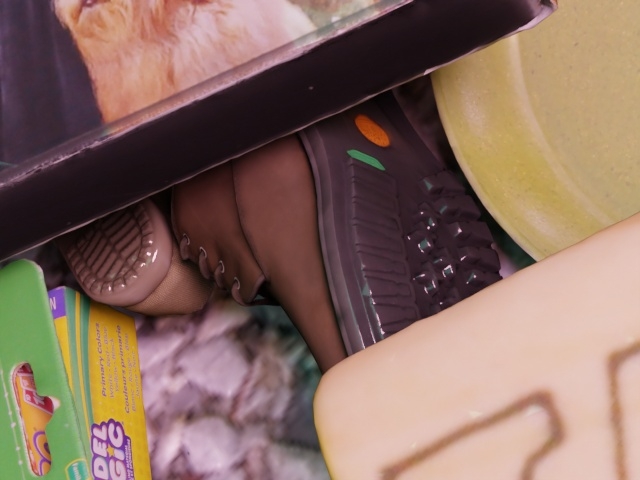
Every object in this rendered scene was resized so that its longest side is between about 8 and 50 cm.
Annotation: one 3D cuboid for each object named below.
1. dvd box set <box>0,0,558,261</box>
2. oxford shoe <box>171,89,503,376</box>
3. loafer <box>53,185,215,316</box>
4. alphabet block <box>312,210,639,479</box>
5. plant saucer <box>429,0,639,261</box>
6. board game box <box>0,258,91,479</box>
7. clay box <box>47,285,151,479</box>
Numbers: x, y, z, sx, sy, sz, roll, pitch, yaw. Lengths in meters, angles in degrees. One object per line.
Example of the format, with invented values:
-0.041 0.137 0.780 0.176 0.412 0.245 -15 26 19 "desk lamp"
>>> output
-0.128 -0.207 0.605 0.308 0.062 0.420 -22 71 15 "dvd box set"
0.000 0.000 0.597 0.096 0.083 0.227 -41 53 31 "oxford shoe"
-0.084 -0.015 0.680 0.056 0.050 0.148 -40 41 10 "loafer"
0.143 0.097 0.418 0.197 0.192 0.193 -28 58 17 "alphabet block"
0.148 -0.088 0.559 0.241 0.037 0.241 -6 79 32 "plant saucer"
-0.180 0.119 0.627 0.259 0.039 0.124 -33 58 24 "board game box"
-0.123 0.142 0.637 0.127 0.053 0.222 -21 61 23 "clay box"
